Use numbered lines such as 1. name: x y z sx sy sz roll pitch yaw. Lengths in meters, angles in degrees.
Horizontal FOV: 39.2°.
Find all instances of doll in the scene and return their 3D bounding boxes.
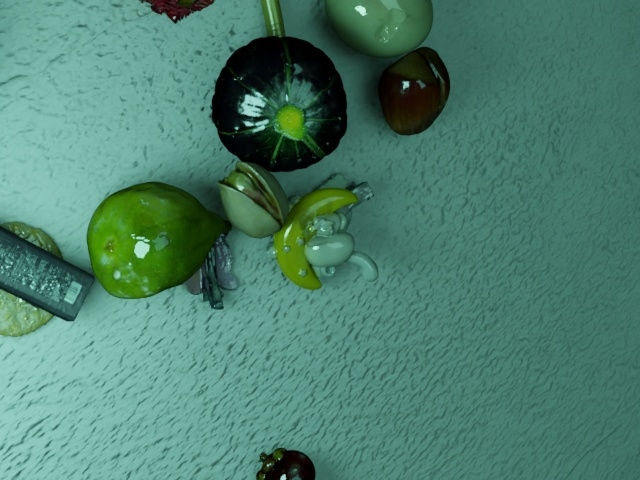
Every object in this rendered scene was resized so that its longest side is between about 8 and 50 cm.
1. doll: 0.000 0.000 2.036 0.252 0.111 0.237 -10 103 -12

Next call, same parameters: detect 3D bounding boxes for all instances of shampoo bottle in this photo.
1. shampoo bottle: -0.571 0.039 1.642 0.309 0.071 0.098 33 69 -29

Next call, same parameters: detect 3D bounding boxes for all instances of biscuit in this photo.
1. biscuit: -0.580 0.072 1.697 0.219 0.033 0.220 2 87 -36

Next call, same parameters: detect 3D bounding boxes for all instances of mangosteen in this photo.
1. mangosteen: -0.084 0.524 2.020 0.140 0.140 0.140 -1 92 -36

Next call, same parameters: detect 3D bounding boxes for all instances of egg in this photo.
1. egg: 0.136 -0.535 2.081 0.269 0.219 0.219 21 79 -17

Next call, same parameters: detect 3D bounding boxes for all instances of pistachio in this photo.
1. pistachio: -0.138 -0.083 1.883 0.144 0.143 0.215 -65 157 -16

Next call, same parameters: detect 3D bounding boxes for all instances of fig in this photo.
1. fig: -0.330 -0.014 1.800 0.314 0.233 0.233 -55 130 -69

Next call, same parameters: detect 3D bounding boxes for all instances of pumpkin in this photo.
1. pumpkin: -0.095 -0.300 1.934 0.295 0.295 0.296 -1 92 -36

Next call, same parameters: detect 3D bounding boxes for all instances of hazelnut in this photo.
1. hazelnut: 0.233 -0.359 2.183 0.212 0.181 0.181 -40 99 -38

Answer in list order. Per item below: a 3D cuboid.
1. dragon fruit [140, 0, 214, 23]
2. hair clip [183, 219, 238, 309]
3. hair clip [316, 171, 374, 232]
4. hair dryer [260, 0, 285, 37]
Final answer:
1. dragon fruit: -0.344 -0.550 1.782 0.330 0.302 0.240 7 119 -20
2. hair clip: -0.245 0.060 1.933 0.146 0.056 0.187 -11 89 -34
3. hair clip: 0.028 -0.070 2.121 0.220 0.054 0.140 -39 117 -25
4. hair dryer: -0.110 -0.570 1.996 0.135 0.090 0.279 -24 111 -35
